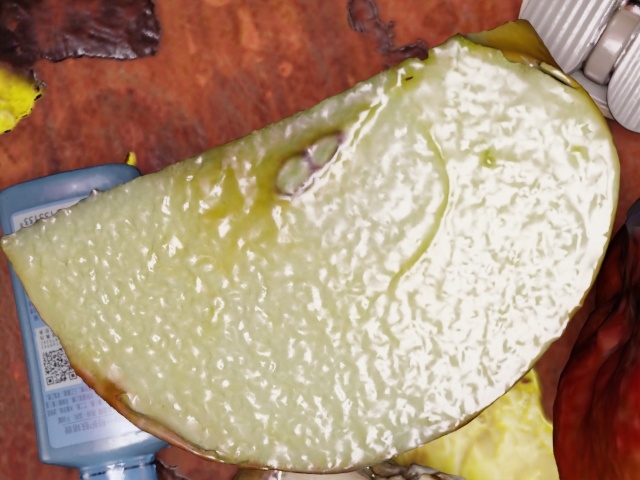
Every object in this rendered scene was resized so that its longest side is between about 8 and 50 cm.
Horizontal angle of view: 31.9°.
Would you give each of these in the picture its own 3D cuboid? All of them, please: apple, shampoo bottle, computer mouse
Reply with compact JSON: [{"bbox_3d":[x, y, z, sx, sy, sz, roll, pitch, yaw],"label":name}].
[{"bbox_3d":[0.000,0.000,0.658,0.346,0.254,0.179,-22,124,11],"label":"apple"},{"bbox_3d":[-0.149,0.082,0.754,0.103,0.061,0.258,-12,81,4],"label":"shampoo bottle"},{"bbox_3d":[0.225,-0.185,0.702,0.145,0.082,0.236,35,90,12],"label":"computer mouse"}]

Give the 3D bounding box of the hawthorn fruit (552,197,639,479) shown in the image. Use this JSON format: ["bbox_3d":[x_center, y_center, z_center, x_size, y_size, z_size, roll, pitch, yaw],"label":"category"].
[{"bbox_3d":[0.264,0.091,0.577,0.295,0.295,0.311,-26,103,7],"label":"hawthorn fruit"}]

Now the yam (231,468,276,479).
[{"bbox_3d":[-0.116,0.268,0.736,0.327,0.045,0.045,-53,33,2],"label":"yam"}]

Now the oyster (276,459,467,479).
[{"bbox_3d":[0.124,0.228,0.663,0.341,0.110,0.166,11,79,15],"label":"oyster"}]
